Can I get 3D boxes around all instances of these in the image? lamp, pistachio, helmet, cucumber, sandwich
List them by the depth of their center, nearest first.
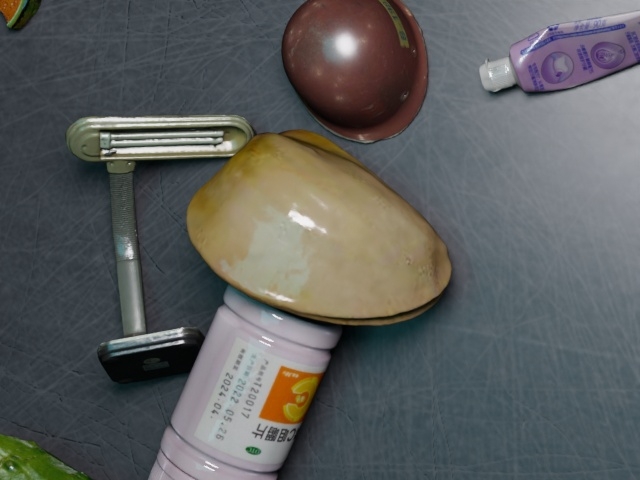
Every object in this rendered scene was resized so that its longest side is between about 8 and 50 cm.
[{"bbox_3d":[0.000,0.000,1.279,0.260,0.163,0.213,31,57,16],"label":"pistachio"},{"bbox_3d":[0.025,-0.185,1.311,0.155,0.106,0.175,-21,87,19],"label":"helmet"},{"bbox_3d":[-0.155,0.005,1.388,0.203,0.124,0.283,-8,85,-1],"label":"lamp"},{"bbox_3d":[-0.334,0.293,1.437,0.244,0.134,0.134,31,100,21],"label":"cucumber"},{"bbox_3d":[-0.360,-0.303,1.487,0.069,0.026,0.101,-41,75,20],"label":"sandwich"}]

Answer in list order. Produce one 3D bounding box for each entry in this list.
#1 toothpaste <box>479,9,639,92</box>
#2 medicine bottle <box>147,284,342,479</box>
[{"bbox_3d":[0.299,-0.199,1.232,0.301,0.075,0.048,-15,63,22],"label":"toothpaste"},{"bbox_3d":[-0.083,0.175,1.335,0.133,0.133,0.250,27,98,17],"label":"medicine bottle"}]
